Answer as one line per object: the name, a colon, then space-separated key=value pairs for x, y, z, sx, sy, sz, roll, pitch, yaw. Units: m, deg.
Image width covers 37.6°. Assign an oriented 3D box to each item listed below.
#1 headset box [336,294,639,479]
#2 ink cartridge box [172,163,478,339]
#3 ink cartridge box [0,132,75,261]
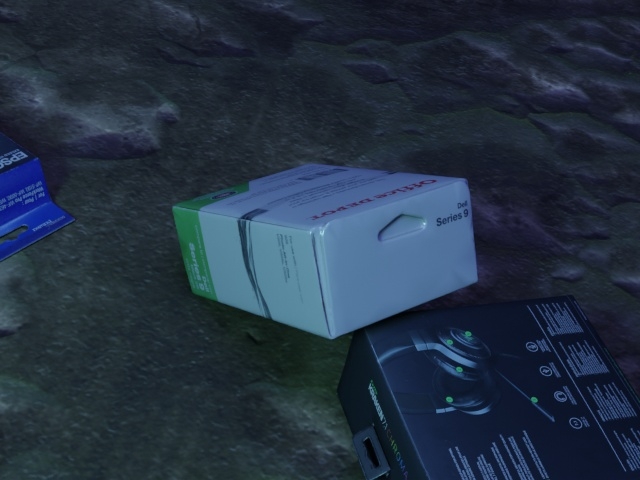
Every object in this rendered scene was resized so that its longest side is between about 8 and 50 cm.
headset box: x=0.174 y=0.195 z=0.964 sx=0.283 sy=0.131 sz=0.246 roll=-5 pitch=44 yaw=-20
ink cartridge box: x=0.000 y=0.000 z=1.048 sx=0.211 sy=0.121 sz=0.289 roll=-19 pitch=17 yaw=-32
ink cartridge box: x=-0.479 y=-0.095 z=1.173 sx=0.333 sy=0.065 sz=0.165 roll=33 pitch=43 yaw=20
